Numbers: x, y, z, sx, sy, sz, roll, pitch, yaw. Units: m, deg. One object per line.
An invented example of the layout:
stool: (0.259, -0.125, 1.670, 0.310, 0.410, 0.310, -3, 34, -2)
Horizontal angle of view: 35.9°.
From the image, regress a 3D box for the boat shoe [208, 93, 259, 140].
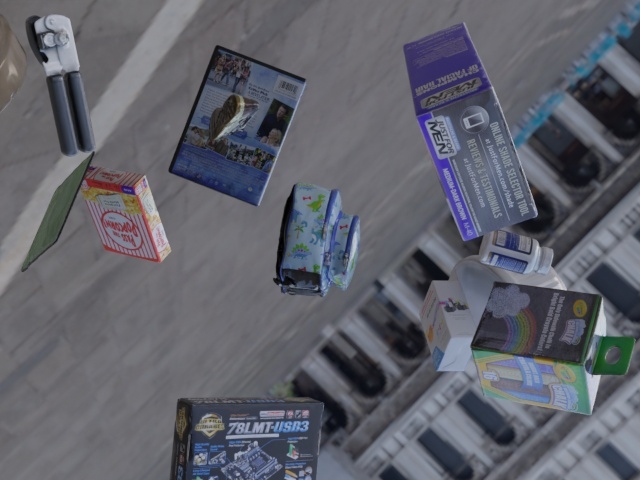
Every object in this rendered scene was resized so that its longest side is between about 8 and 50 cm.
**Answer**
boat shoe: (-0.144, -0.196, 1.620, 0.049, 0.056, 0.152, 5, 170, -23)

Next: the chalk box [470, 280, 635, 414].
chalk box: (0.347, 0.160, 1.450, 0.132, 0.213, 0.132, -62, 148, -34)

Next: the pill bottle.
pill bottle: (0.346, 0.022, 1.754, 0.067, 0.120, 0.067, 16, 90, -90)

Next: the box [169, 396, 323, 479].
box: (-0.143, 0.448, 1.888, 0.295, 0.293, 0.073, 5, 179, -34)

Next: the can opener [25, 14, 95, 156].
can opener: (-0.506, -0.307, 1.947, 0.074, 0.280, 0.093, -19, -167, -33)

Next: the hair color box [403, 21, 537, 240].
hair color box: (0.196, -0.161, 1.357, 0.110, 0.185, 0.339, -21, -157, 10)

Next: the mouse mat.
mouse mat: (-0.383, -0.040, 1.441, 0.190, 0.007, 0.152, -28, -140, 55)

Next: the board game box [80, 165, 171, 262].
board game box: (-0.392, -0.053, 1.978, 0.045, 0.147, 0.193, -53, 143, -40)

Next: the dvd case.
dvd case: (-0.153, -0.210, 1.818, 0.022, 0.180, 0.253, -48, 159, -88)

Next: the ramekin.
ramekin: (0.385, 0.138, 1.956, 0.127, 0.273, 0.273, -24, 166, -22)

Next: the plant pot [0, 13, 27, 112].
plant pot: (-0.643, -0.329, 1.479, 0.323, 0.323, 0.280, -44, 145, -26)

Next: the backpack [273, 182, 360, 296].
backpack: (0.000, 0.000, 1.051, 0.105, 0.084, 0.114, 75, 21, -79)

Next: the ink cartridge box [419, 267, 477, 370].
ink cartridge box: (0.242, 0.150, 1.910, 0.104, 0.061, 0.181, 105, -20, -43)
